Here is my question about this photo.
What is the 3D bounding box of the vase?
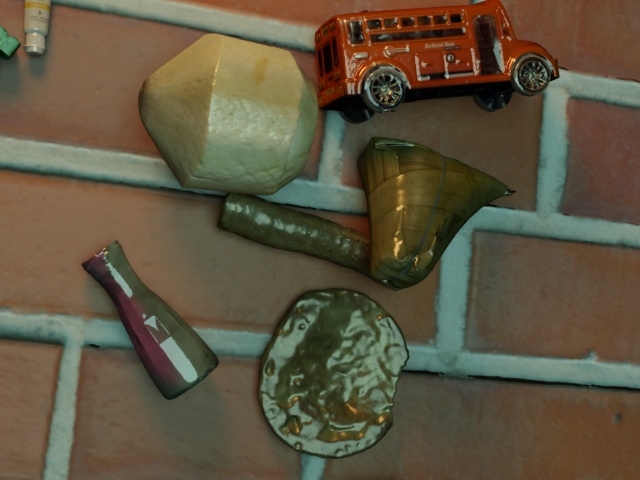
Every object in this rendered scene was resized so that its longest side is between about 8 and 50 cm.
[{"bbox_3d":[-0.228,0.101,1.277,0.086,0.086,0.214,-36,94,-14],"label":"vase"}]

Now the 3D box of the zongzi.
[{"bbox_3d":[0.176,-0.021,1.359,0.256,0.115,0.228,16,52,-25],"label":"zongzi"}]

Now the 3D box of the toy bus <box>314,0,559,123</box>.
[{"bbox_3d":[0.164,-0.255,1.369,0.329,0.143,0.153,-7,91,-15],"label":"toy bus"}]

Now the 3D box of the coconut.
[{"bbox_3d":[-0.123,-0.161,1.252,0.222,0.202,0.202,7,86,-17],"label":"coconut"}]

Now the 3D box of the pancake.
[{"bbox_3d":[0.019,0.185,1.365,0.223,0.042,0.236,-4,87,-12],"label":"pancake"}]

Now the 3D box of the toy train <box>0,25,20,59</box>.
[{"bbox_3d":[-0.470,-0.218,1.219,0.105,0.071,0.178,40,77,-23],"label":"toy train"}]

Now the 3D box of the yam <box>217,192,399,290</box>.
[{"bbox_3d":[0.000,0.000,1.353,0.300,0.066,0.066,19,83,-15],"label":"yam"}]

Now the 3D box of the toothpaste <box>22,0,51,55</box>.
[{"bbox_3d":[-0.368,-0.337,1.272,0.048,0.031,0.190,4,85,-13],"label":"toothpaste"}]
